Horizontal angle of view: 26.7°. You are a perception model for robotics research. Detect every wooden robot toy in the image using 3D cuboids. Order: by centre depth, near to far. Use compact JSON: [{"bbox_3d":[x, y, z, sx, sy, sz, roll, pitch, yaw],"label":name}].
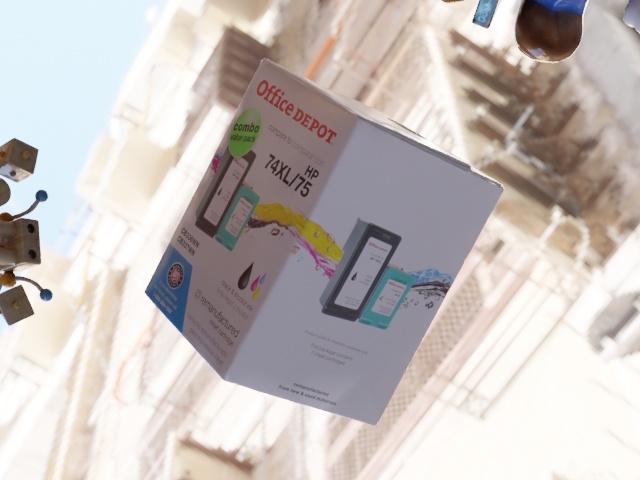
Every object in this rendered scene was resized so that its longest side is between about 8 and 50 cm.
[{"bbox_3d":[-0.293,-0.001,1.207,0.076,0.079,0.173,8,-110,-43],"label":"wooden robot toy"}]

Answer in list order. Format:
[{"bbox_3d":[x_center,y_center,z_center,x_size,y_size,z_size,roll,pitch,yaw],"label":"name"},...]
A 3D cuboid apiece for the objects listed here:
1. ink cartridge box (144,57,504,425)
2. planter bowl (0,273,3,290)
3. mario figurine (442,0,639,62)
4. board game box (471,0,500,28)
[{"bbox_3d":[0.000,0.000,1.313,0.197,0.270,0.198,22,-170,-37],"label":"ink cartridge box"},{"bbox_3d":[-0.397,0.039,1.395,0.109,0.162,0.162,39,-159,-24],"label":"planter bowl"},{"bbox_3d":[0.170,-0.232,0.867,0.198,0.320,0.170,1,-117,-19],"label":"mario figurine"},{"bbox_3d":[0.250,-0.379,1.740,0.026,0.126,0.186,23,-122,6],"label":"board game box"}]
